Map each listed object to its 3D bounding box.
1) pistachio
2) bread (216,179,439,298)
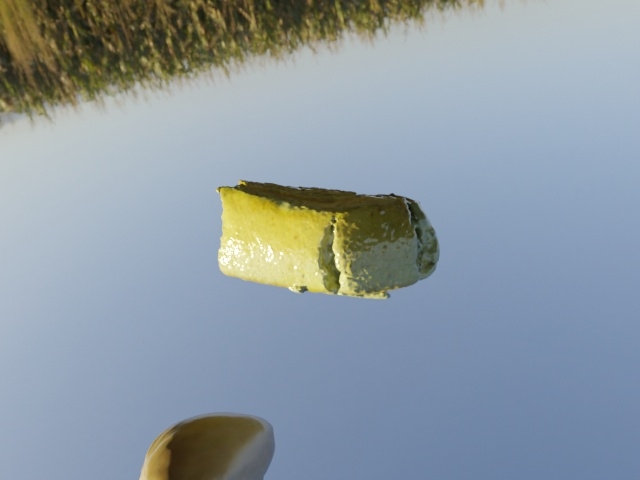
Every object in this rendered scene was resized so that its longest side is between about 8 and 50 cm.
[{"bbox_3d":[-0.121,0.251,0.655,0.125,0.124,0.185,5,-166,41],"label":"pistachio"},{"bbox_3d":[0.000,0.000,0.693,0.257,0.123,0.186,8,-172,30],"label":"bread"}]
